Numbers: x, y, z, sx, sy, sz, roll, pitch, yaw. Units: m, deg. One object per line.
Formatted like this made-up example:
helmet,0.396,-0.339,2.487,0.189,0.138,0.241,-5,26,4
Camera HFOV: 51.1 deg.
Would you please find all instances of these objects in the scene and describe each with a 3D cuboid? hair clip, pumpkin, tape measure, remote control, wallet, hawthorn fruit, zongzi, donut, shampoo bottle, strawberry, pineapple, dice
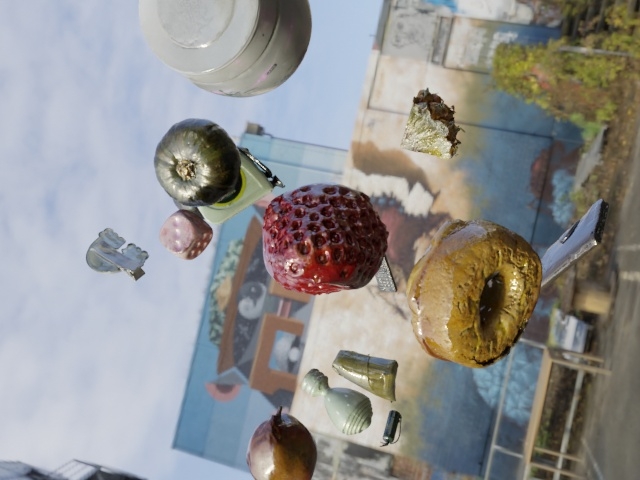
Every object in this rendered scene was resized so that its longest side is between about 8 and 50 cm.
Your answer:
hair clip,-0.583,0.044,1.896,0.140,0.220,0.054,-45,-31,-33
pumpkin,-0.301,-0.191,1.648,0.157,0.224,0.223,-47,-33,-69
tape measure,-0.249,-0.172,1.841,0.235,0.207,0.115,-33,0,-4
remote control,0.168,0.047,1.953,0.025,0.063,0.245,-38,-61,-38
wallet,0.656,0.023,1.774,0.165,0.042,0.309,-60,-3,-34
hawthorn fruit,-0.111,0.573,1.876,0.208,0.208,0.248,-52,-43,-60
zongzi,0.166,0.497,2.418,0.256,0.228,0.115,77,-150,-52
donut,0.332,0.111,1.432,0.299,0.150,0.317,-13,-76,-29
shampoo bottle,-0.163,-0.398,1.205,0.266,0.273,0.272,-21,-58,-68
strawberry,0.000,0.000,1.583,0.295,0.318,0.345,-59,-1,7
pineapple,0.329,-0.341,2.046,0.236,0.186,0.114,63,-143,-17
dice,-0.317,-0.014,1.580,0.093,0.091,0.094,-53,-13,10

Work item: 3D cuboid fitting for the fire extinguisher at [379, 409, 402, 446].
fire extinguisher,0.148,0.394,1.388,0.083,0.038,0.025,-64,-32,-43

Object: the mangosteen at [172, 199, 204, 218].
mangosteen,-0.427,-0.184,2.407,0.216,0.216,0.216,12,-90,-76

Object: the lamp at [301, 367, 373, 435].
lamp,0.042,0.386,1.607,0.106,0.193,0.106,-41,-28,-28
